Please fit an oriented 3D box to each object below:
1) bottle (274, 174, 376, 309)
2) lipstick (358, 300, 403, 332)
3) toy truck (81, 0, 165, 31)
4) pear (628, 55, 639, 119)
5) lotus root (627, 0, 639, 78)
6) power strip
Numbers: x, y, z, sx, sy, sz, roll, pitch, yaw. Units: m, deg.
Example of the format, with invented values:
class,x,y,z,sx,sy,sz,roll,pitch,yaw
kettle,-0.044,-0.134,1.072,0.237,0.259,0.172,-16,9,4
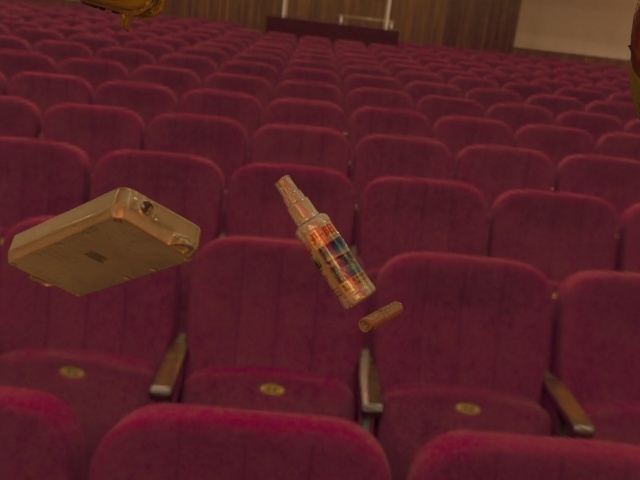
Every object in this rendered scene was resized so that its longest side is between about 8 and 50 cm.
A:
class,x,y,z,sx,sy,sz,roll,pitch,yaw
bottle,0.000,0.000,1.119,0.060,0.217,0.060,-35,-3,-2
lipstick,0.071,0.087,0.868,0.019,0.019,0.094,14,13,25
toy truck,-0.343,-0.350,0.754,0.405,0.180,0.254,14,19,-15
pear,0.646,-0.266,1.233,0.293,0.292,0.159,10,-28,13
lotus root,0.443,-0.280,0.788,0.193,0.291,0.193,7,43,-6
power strip,-0.261,0.007,0.897,0.270,0.046,0.118,-16,-38,38
